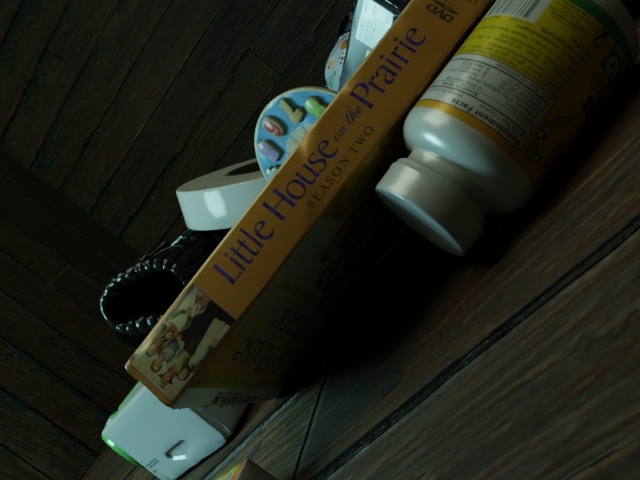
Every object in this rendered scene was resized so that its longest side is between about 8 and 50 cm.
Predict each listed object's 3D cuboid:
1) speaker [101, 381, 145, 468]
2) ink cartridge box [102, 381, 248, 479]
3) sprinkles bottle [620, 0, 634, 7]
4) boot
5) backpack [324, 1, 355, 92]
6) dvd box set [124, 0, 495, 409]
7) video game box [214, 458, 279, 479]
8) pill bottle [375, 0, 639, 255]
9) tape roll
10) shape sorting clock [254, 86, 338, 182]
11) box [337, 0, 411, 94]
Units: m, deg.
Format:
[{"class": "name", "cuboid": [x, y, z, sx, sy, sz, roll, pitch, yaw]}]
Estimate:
[{"class": "speaker", "cuboid": [-0.278, 0.276, 1.250, 0.296, 0.131, 0.131, -54, 8, -16]}, {"class": "ink cartridge box", "cuboid": [-0.162, 0.176, 0.994, 0.223, 0.129, 0.307, -44, 10, 41]}, {"class": "sprinkles bottle", "cuboid": [0.325, -0.333, 0.511, 0.355, 0.121, 0.121, -44, 10, 46]}, {"class": "boot", "cuboid": [-0.298, 0.109, 1.137, 0.348, 0.131, 0.260, -47, 6, 23]}, {"class": "backpack", "cuboid": [0.148, -0.418, 1.591, 0.263, 0.276, 0.213, -57, 22, -17]}, {"class": "dvd box set", "cuboid": [0.020, -0.018, 0.661, 0.420, 0.062, 0.307, -52, -17, -3]}, {"class": "video game box", "cuboid": [-0.127, 0.298, 0.530, 0.187, 0.048, 0.205, -42, 12, 41]}, {"class": "pill bottle", "cuboid": [0.140, -0.096, 0.514, 0.208, 0.117, 0.117, -52, 7, -4]}, {"class": "tape roll", "cuboid": [-0.060, -0.111, 1.163, 0.392, 0.072, 0.392, -14, 12, 3]}, {"class": "shape sorting clock", "cuboid": [0.001, -0.108, 0.886, 0.206, 0.206, 0.040, -45, 10, 43]}, {"class": "box", "cuboid": [0.096, -0.196, 0.712, 0.183, 0.059, 0.233, -41, -20, -31]}]
